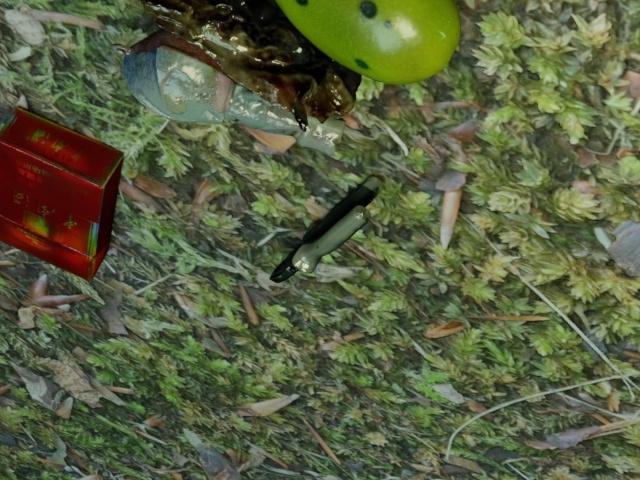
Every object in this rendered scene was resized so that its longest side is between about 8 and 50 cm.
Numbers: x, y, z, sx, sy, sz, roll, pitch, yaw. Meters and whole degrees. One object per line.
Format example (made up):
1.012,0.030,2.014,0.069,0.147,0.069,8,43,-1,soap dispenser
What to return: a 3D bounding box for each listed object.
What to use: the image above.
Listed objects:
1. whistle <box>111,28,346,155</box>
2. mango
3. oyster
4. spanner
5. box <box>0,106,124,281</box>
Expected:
-0.132,-0.211,1.920,0.346,0.133,0.142,20,143,-9,whistle
0.039,-0.302,1.668,0.293,0.143,0.175,36,145,2,mango
-0.097,-0.287,1.769,0.361,0.221,0.096,37,108,-2,oyster
0.000,0.000,2.125,0.040,0.095,0.325,34,144,-12,spanner
-0.455,-0.072,2.328,0.197,0.089,0.313,23,146,1,box
